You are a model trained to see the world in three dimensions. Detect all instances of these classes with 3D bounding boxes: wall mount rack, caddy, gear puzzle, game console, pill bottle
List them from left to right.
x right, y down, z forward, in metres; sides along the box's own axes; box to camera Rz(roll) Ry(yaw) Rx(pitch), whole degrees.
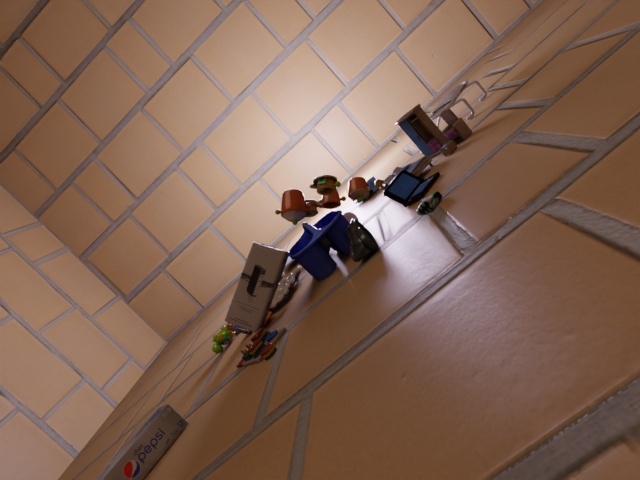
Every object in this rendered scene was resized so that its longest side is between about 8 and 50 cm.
[{"bbox_3d":[-0.162,0.231,1.891,0.175,0.044,0.339,-37,13,29],"label":"gear puzzle"},{"bbox_3d":[0.000,0.000,1.780,0.241,0.179,0.341,-45,8,-5],"label":"caddy"},{"bbox_3d":[0.085,-0.055,1.975,0.086,0.086,0.152,-47,9,-27],"label":"pill bottle"},{"bbox_3d":[0.297,-0.185,1.615,0.144,0.085,0.124,-49,9,-31],"label":"game console"},{"bbox_3d":[0.544,-0.536,2.126,0.304,0.130,0.350,-30,15,46],"label":"wall mount rack"}]

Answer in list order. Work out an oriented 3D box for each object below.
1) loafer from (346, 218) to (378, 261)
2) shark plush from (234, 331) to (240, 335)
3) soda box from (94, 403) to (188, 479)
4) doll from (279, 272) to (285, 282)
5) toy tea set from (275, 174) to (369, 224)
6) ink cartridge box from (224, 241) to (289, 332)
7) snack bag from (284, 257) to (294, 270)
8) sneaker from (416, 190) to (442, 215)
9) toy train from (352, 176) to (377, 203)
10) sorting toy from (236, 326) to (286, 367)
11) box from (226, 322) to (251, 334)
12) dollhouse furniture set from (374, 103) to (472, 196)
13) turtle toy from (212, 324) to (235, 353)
[{"bbox_3d":[0.114,-0.003,1.558,0.084,0.096,0.267,-48,9,8],"label":"loafer"},{"bbox_3d":[-0.285,0.312,1.948,0.161,0.067,0.073,-47,9,-25],"label":"shark plush"},{"bbox_3d":[-0.521,0.618,1.433,0.098,0.091,0.286,-35,12,50],"label":"soda box"},{"bbox_3d":[-0.205,0.194,2.250,0.129,0.046,0.189,-43,8,12],"label":"doll"},{"bbox_3d":[0.010,-0.128,1.736,0.336,0.200,0.124,-20,65,36],"label":"toy tea set"},{"bbox_3d":[-0.205,0.147,1.652,0.197,0.114,0.273,70,-139,-88],"label":"ink cartridge box"},{"bbox_3d":[-0.065,0.023,2.493,0.342,0.037,0.323,-42,7,3],"label":"snack bag"},{"bbox_3d":[0.288,-0.093,1.372,0.098,0.038,0.069,-37,3,-26],"label":"sneaker"},{"bbox_3d":[0.208,-0.237,2.373,0.105,0.080,0.184,-37,3,-22],"label":"toy train"},{"bbox_3d":[-0.189,0.318,1.528,0.132,0.046,0.274,-49,9,-35],"label":"sorting toy"},{"bbox_3d":[-0.293,0.291,1.912,0.027,0.094,0.137,91,-164,-49],"label":"box"},{"bbox_3d":[0.331,-0.334,1.824,0.303,0.198,0.286,-47,8,-20],"label":"dollhouse furniture set"},{"bbox_3d":[-0.401,0.405,2.039,0.130,0.066,0.095,-48,9,-25],"label":"turtle toy"}]
